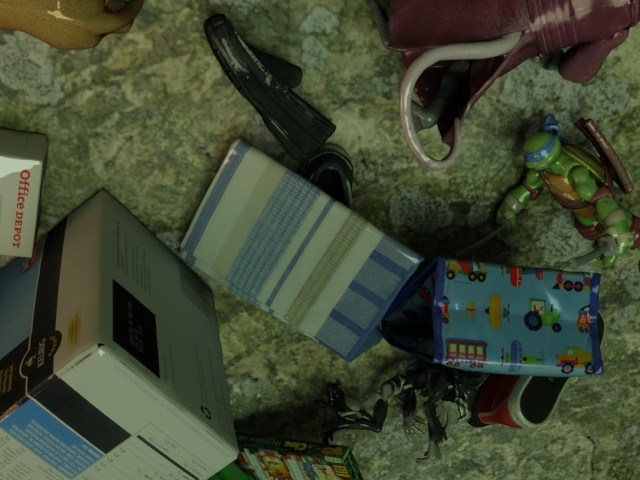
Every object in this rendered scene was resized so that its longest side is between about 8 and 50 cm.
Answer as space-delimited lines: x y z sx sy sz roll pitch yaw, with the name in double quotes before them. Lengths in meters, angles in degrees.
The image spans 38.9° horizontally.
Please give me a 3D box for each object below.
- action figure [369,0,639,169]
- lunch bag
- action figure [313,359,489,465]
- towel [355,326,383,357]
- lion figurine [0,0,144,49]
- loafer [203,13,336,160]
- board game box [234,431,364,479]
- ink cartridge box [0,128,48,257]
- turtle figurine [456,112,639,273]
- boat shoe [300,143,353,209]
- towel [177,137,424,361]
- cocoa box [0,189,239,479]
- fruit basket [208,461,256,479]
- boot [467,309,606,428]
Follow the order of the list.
"action figure" 0.246 -0.273 1.034 0.370 0.275 0.248 -16 116 13
"lunch bag" 0.218 0.124 1.249 0.221 0.293 0.138 6 77 -10
"action figure" 0.137 0.255 1.362 0.276 0.164 0.140 -14 92 3
"towel" 0.039 0.117 1.333 0.067 0.029 0.119 -32 120 8
"lion figurine" -0.340 -0.250 0.917 0.392 0.240 0.142 -4 120 -11
"loafer" -0.060 -0.195 1.112 0.078 0.076 0.223 -37 125 3
"board game box" -0.055 0.348 1.358 0.260 0.030 0.136 -1 129 31
"ink cartridge box" -0.436 -0.065 1.094 0.191 0.082 0.139 7 117 -15
"turtle figurine" 0.343 -0.008 1.239 0.266 0.274 0.198 29 143 -30
"boat shoe" 0.000 0.000 1.219 0.095 0.079 0.254 11 115 -4
"towel" -0.034 0.016 1.171 0.285 0.034 0.209 32 123 3
"cocoa box" -0.272 0.150 1.096 0.228 0.347 0.231 -37 121 10
"fruit basket" -0.255 0.492 1.297 0.392 0.283 0.391 2 110 6
"boot" 0.327 0.195 1.417 0.088 0.176 0.244 49 64 -7
